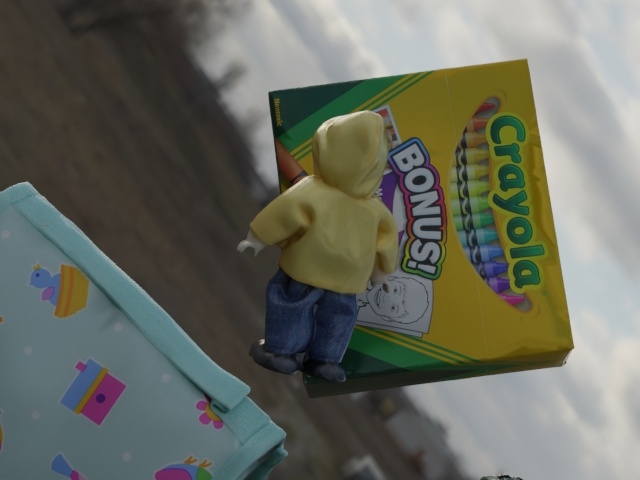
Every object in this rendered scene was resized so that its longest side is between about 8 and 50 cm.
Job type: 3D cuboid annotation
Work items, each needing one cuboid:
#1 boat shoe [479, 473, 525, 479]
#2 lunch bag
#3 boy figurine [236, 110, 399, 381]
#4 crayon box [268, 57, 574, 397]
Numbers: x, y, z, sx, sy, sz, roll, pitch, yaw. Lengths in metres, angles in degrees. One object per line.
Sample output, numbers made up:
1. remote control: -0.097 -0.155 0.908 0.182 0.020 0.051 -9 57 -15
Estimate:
1. boat shoe: 0.272 0.357 1.890 0.340 0.113 0.127 57 -19 32
2. lunch bag: -0.167 0.124 1.129 0.223 0.262 0.160 45 21 11
3. boy figurine: 0.000 0.000 2.032 0.177 0.285 0.092 9 9 -22
4. crayon box: 0.116 -0.015 2.319 0.106 0.313 0.363 77 5 -74
